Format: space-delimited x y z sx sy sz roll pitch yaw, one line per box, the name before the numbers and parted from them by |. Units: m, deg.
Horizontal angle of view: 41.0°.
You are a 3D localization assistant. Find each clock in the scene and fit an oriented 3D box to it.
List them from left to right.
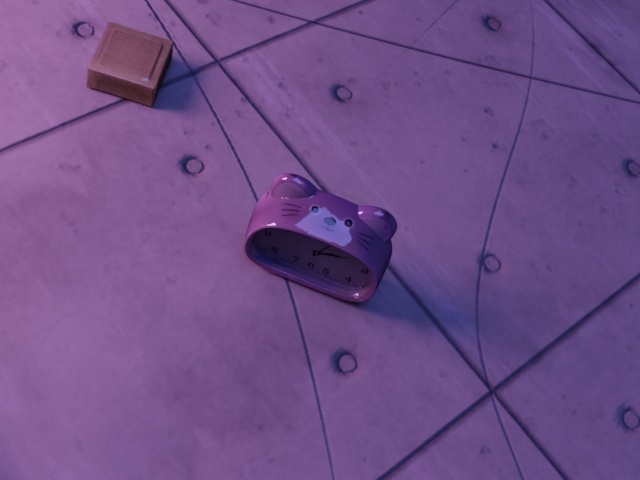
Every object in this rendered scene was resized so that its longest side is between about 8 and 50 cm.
clock | 0.000 0.000 0.870 0.153 0.110 0.050 21 53 -2

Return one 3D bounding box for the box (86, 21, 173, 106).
box | -0.216 -0.203 0.975 0.079 0.035 0.083 17 56 -6
